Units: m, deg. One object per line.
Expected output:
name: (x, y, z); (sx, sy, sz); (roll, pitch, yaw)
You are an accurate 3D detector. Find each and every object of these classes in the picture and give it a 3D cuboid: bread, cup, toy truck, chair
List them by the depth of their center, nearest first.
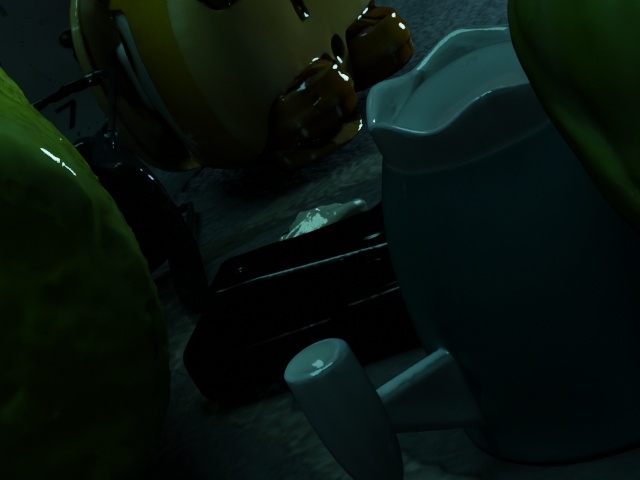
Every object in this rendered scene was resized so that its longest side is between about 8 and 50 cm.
cup: (0.105, -0.011, 0.772); (0.299, 0.173, 0.167); (-37, 23, -22)
bread: (-0.266, 0.053, 0.910); (0.348, 0.348, 0.308); (-34, 32, -13)
chair: (-0.169, -0.011, 1.183); (0.145, 0.140, 0.221); (-31, 24, -1)
toy truck: (-0.062, -0.174, 1.326); (0.211, 0.204, 0.288); (-17, 22, 35)

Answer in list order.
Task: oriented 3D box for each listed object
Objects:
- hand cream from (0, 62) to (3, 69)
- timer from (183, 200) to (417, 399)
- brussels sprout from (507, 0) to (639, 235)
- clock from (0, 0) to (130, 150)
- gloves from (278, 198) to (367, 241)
hand cream: (-0.322, 0.005, 1.175); (0.185, 0.118, 0.359); (-72, 6, -58)
timer: (0.009, 0.021, 0.986); (0.187, 0.055, 0.144); (-21, 22, 21)
brussels sprout: (0.221, -0.097, 0.620); (0.328, 0.247, 0.328); (9, 30, -5)
clock: (-0.229, -0.192, 1.509); (0.262, 0.231, 0.116); (-33, 29, 4)
gloves: (0.001, -0.002, 1.089); (0.044, 0.037, 0.081); (34, 51, 27)
